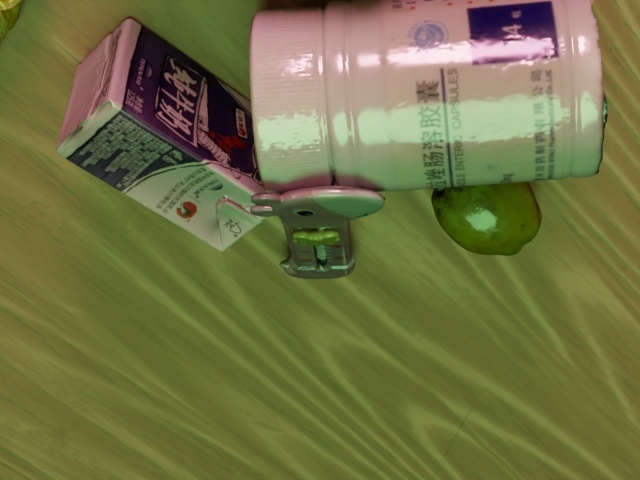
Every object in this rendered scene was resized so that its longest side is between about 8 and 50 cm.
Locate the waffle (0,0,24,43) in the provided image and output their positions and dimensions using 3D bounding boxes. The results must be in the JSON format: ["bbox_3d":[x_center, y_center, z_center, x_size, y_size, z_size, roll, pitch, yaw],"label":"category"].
[{"bbox_3d":[-0.407,-0.267,1.146,0.250,0.056,0.261,27,133,-23],"label":"waffle"}]

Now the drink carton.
[{"bbox_3d":[-0.150,-0.106,1.247,0.222,0.134,0.102,33,128,-29],"label":"drink carton"}]

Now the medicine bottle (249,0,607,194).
[{"bbox_3d":[0.097,-0.144,1.156,0.332,0.190,0.190,-4,136,7],"label":"medicine bottle"}]

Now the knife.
[{"bbox_3d":[0.000,0.001,1.288,0.132,0.038,0.398,1,169,2],"label":"knife"}]

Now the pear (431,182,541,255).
[{"bbox_3d":[0.184,-0.037,1.332,0.131,0.107,0.107,29,131,-10],"label":"pear"}]
